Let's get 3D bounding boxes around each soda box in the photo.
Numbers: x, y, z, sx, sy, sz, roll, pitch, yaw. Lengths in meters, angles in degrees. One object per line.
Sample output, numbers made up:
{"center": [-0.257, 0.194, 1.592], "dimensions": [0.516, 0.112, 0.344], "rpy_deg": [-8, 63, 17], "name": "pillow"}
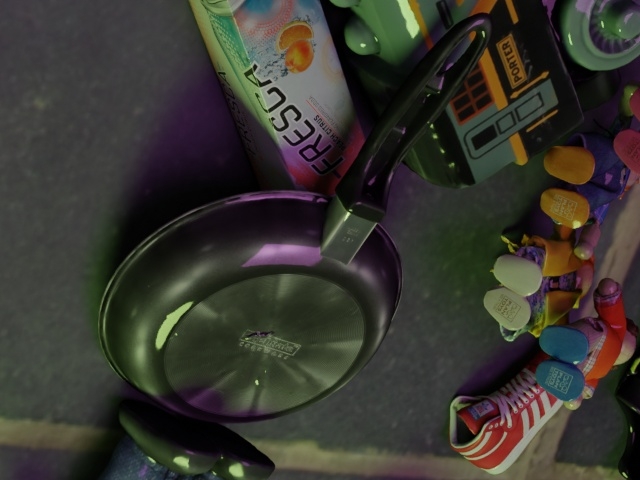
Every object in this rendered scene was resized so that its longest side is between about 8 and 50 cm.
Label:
{"center": [-0.023, -0.094, 1.021], "dimensions": [0.058, 0.063, 0.183], "rpy_deg": [-34, 127, -18], "name": "soda box"}

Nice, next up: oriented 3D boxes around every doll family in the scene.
{"center": [0.186, -0.018, 1.162], "dimensions": [0.163, 0.118, 0.263], "rpy_deg": [-11, 122, -64], "name": "doll family"}

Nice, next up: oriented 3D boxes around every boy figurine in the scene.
{"center": [-0.144, 0.246, 1.082], "dimensions": [0.177, 0.092, 0.285], "rpy_deg": [23, 94, -42], "name": "boy figurine"}

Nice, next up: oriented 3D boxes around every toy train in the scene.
{"center": [0.085, -0.188, 1.002], "dimensions": [0.190, 0.142, 0.334], "rpy_deg": [-35, 129, -10], "name": "toy train"}

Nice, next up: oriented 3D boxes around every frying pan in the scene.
{"center": [0.013, 0.017, 1.033], "dimensions": [0.326, 0.053, 0.197], "rpy_deg": [-32, 135, 14], "name": "frying pan"}

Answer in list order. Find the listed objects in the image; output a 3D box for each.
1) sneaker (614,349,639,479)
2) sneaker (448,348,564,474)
{"center": [0.284, 0.108, 1.319], "dimensions": [0.097, 0.084, 0.235], "rpy_deg": [-13, 118, -28], "name": "sneaker"}
{"center": [0.142, 0.118, 1.251], "dimensions": [0.067, 0.042, 0.118], "rpy_deg": [30, 95, -43], "name": "sneaker"}
